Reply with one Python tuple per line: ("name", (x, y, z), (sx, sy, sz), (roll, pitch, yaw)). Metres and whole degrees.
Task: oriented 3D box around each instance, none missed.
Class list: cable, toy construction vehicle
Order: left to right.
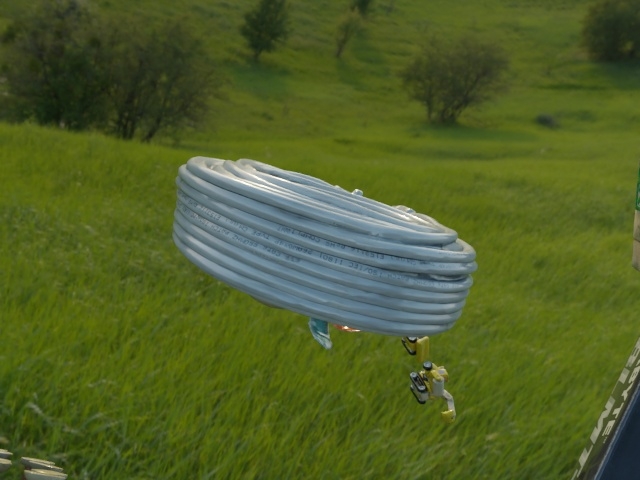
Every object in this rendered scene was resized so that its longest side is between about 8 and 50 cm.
("cable", (0.000, 0.000, 0.577), (0.257, 0.089, 0.257), (15, 8, -24))
("toy construction vehicle", (0.130, 0.155, 0.813), (0.035, 0.086, 0.098), (-14, 31, -13))

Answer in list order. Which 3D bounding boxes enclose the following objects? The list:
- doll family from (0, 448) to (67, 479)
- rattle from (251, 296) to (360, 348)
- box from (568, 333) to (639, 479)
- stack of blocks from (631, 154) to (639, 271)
("doll family", (-0.213, 0.192, 0.430), (0.076, 0.193, 0.111), (17, 72, -16))
("rattle", (-0.028, 0.066, 0.889), (0.200, 0.143, 0.130), (43, 54, 10))
("box", (0.240, 0.207, 0.304), (0.293, 0.295, 0.073), (29, -13, 15))
("stack of blocks", (0.480, -0.088, 0.889), (0.087, 0.297, 0.171), (0, 12, 7))
